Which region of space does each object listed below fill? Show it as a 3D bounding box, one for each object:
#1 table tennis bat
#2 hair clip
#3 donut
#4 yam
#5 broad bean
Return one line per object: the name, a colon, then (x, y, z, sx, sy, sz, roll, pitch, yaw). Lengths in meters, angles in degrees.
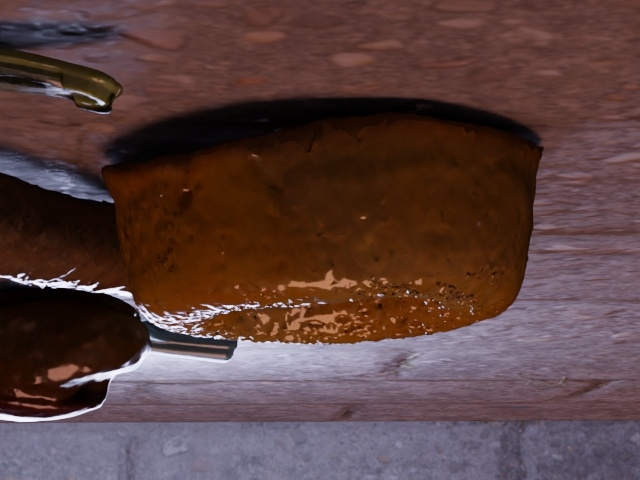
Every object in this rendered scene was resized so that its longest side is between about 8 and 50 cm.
table tennis bat: (-0.203, 0.097, 1.709, 0.237, 0.038, 0.149, 6, 166, -12)
hair clip: (-0.189, -0.081, 0.800, 0.188, 0.033, 0.060, 1, 167, 5)
donut: (0.002, 0.000, 1.027, 0.277, 0.108, 0.277, -1, 169, 0)
yam: (-0.203, -0.016, 1.036, 0.081, 0.081, 0.356, -7, 169, 29)
broad bean: (-0.255, 0.107, 1.529, 0.228, 0.122, 0.156, -5, 166, 39)
